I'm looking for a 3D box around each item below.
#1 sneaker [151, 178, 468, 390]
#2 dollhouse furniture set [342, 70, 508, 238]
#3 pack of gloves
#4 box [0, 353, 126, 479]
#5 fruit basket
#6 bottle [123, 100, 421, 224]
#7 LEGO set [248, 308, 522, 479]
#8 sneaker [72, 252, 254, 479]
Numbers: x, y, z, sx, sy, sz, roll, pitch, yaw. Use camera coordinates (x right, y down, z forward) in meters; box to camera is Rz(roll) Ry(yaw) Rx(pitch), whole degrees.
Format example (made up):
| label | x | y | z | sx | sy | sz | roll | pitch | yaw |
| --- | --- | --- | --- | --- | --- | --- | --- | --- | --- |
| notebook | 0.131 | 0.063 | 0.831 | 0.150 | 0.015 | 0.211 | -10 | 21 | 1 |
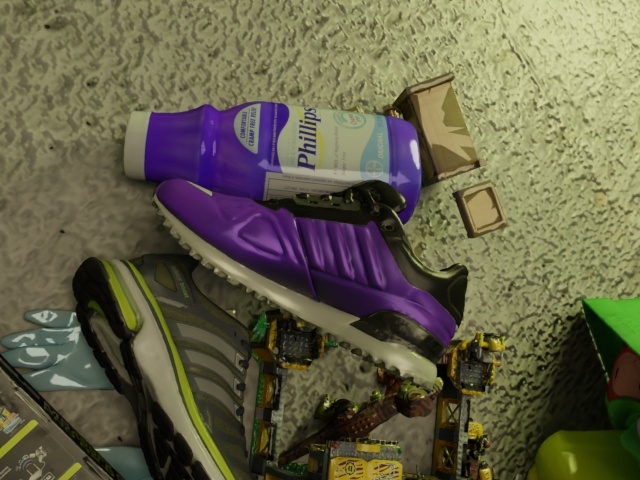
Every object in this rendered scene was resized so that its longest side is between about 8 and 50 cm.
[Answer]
| label | x | y | z | sx | sy | sz | roll | pitch | yaw |
| --- | --- | --- | --- | --- | --- | --- | --- | --- | --- |
| sneaker | 0.000 | 0.000 | 0.628 | 0.293 | 0.102 | 0.146 | 30 | 83 | 0 |
| dollhouse furniture set | 0.099 | -0.074 | 0.820 | 0.160 | 0.101 | 0.182 | -20 | 91 | -3 |
| pack of gloves | -0.181 | 0.160 | 0.650 | 0.231 | 0.046 | 0.195 | 3 | 81 | -26 |
| box | -0.299 | 0.247 | 0.551 | 0.270 | 0.060 | 0.216 | -44 | 101 | -17 |
| fruit basket | 0.349 | 0.231 | 0.778 | 0.391 | 0.392 | 0.283 | -23 | 92 | -27 |
| bottle | -0.046 | -0.080 | 0.697 | 0.282 | 0.092 | 0.118 | 6 | 51 | -7 |
| LEGO set | 0.080 | 0.183 | 0.691 | 0.331 | 0.192 | 0.255 | 21 | 73 | -22 |
| sneaker | -0.101 | 0.135 | 0.627 | 0.121 | 0.111 | 0.300 | -21 | 81 | -39 |
